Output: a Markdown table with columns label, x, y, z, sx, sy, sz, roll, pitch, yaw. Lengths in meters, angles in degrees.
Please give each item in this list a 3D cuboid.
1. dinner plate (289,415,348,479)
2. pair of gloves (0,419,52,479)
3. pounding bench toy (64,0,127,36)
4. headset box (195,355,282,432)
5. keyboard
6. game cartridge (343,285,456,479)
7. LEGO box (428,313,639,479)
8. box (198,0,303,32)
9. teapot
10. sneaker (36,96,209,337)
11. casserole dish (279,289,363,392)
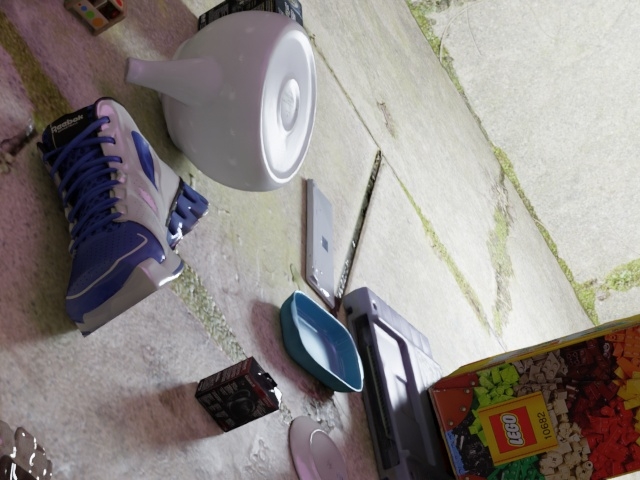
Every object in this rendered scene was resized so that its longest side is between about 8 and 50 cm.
| label | x | y | z | sx | sy | sz | roll | pitch | yaw |
| --- | --- | --- | --- | --- | --- | --- | --- | --- | --- |
| dinner plate | 0.005 | 0.287 | 1.531 | 0.141 | 0.017 | 0.141 | 51 | 24 | -33 |
| pair of gloves | -0.212 | 0.271 | 0.978 | 0.240 | 0.042 | 0.204 | 48 | 21 | -40 |
| pounding bench toy | -0.280 | -0.310 | 1.516 | 0.065 | 0.052 | 0.083 | 45 | 26 | -41 |
| headset box | -0.088 | 0.171 | 1.344 | 0.062 | 0.083 | 0.032 | 53 | 23 | -23 |
| keyboard | 0.000 | 0.000 | 1.885 | 0.072 | 0.014 | 0.256 | 56 | 21 | -34 |
| game cartridge | 0.140 | 0.264 | 1.836 | 0.230 | 0.068 | 0.355 | 35 | 34 | -45 |
| LEGO box | 0.389 | 0.247 | 1.847 | 0.500 | 0.372 | 0.193 | 17 | 56 | -79 |
| box | -0.104 | -0.295 | 1.792 | 0.077 | 0.147 | 0.180 | 47 | 25 | -36 |
| teapot | -0.123 | -0.186 | 1.581 | 0.252 | 0.187 | 0.256 | -63 | 153 | -44 |
| sneaker | -0.227 | -0.039 | 1.235 | 0.182 | 0.127 | 0.315 | 53 | 15 | -16 |
| casserole dish | -0.002 | 0.145 | 1.659 | 0.188 | 0.037 | 0.114 | 41 | 30 | -44 |
